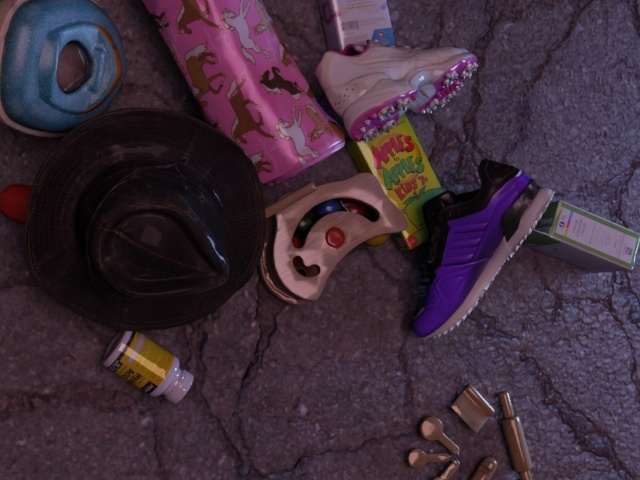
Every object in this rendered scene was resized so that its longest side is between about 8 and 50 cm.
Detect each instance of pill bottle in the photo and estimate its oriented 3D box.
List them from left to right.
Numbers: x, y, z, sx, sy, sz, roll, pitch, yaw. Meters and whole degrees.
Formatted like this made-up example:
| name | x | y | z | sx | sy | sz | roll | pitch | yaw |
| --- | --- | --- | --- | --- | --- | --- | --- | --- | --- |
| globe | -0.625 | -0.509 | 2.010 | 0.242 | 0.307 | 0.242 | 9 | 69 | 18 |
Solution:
| name | x | y | z | sx | sy | sz | roll | pitch | yaw |
| --- | --- | --- | --- | --- | --- | --- | --- | --- | --- |
| pill bottle | -0.231 | 0.170 | 1.734 | 0.116 | 0.065 | 0.065 | 35 | 75 | -15 |

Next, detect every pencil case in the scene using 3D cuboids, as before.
| name | x | y | z | sx | sy | sz | roll | pitch | yaw |
| --- | --- | --- | --- | --- | --- | --- | --- | --- | --- |
| pencil case | -0.118 | -0.262 | 1.756 | 0.160 | 0.167 | 0.386 | -28 | 98 | 7 |

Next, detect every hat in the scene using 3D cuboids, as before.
| name | x | y | z | sx | sy | sz | roll | pitch | yaw |
| --- | --- | --- | --- | --- | --- | --- | --- | --- | --- |
| hat | -0.196 | -0.002 | 1.603 | 0.331 | 0.134 | 0.331 | -10 | 115 | -23 |

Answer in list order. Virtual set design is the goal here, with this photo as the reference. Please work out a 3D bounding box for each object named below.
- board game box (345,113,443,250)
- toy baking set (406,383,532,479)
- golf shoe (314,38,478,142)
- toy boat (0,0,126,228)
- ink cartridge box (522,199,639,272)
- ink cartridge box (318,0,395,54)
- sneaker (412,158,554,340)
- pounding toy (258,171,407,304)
| name | x | y | z | sx | sy | sz | roll | pitch | yaw |
| --- | --- | --- | --- | --- | --- | --- | --- | --- | --- |
| board game box | 0.120 | -0.085 | 1.897 | 0.092 | 0.043 | 0.181 | -30 | 97 | -20 |
| toy baking set | 0.230 | 0.348 | 1.924 | 0.196 | 0.030 | 0.256 | -21 | 94 | -18 |
| golf shoe | 0.113 | -0.245 | 1.841 | 0.140 | 0.115 | 0.306 | 48 | 39 | 13 |
| toy boat | -0.328 | -0.160 | 1.644 | 0.148 | 0.267 | 0.318 | 13 | 104 | 21 |
| ink cartridge box | 0.368 | -0.013 | 1.954 | 0.209 | 0.109 | 0.062 | 20 | 79 | -18 |
| ink cartridge box | 0.049 | -0.336 | 1.881 | 0.088 | 0.052 | 0.123 | -12 | 92 | -22 |
| sneaker | 0.197 | 0.004 | 1.856 | 0.146 | 0.102 | 0.293 | 36 | 111 | 2 |
| pounding toy | 0.000 | 0.000 | 1.785 | 0.269 | 0.155 | 0.154 | -17 | 88 | -21 |
